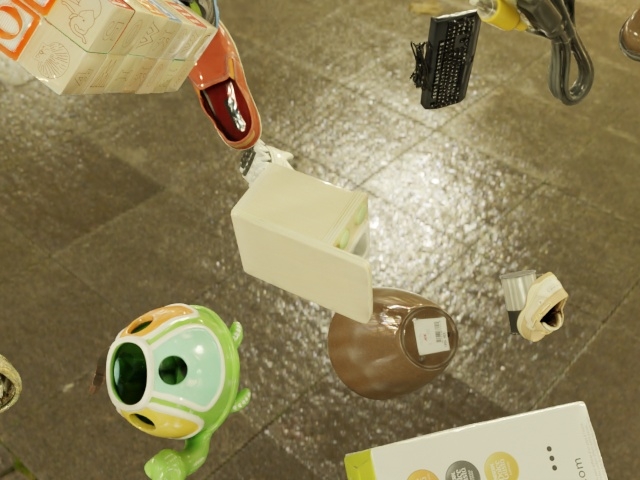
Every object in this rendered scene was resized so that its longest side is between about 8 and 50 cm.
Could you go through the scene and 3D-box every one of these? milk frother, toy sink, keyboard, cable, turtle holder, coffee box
[{"bbox_3d":[0.462,0.138,1.825,0.129,0.135,0.143,-12,2,-30],"label":"milk frother"},{"bbox_3d":[0.000,0.000,1.232,0.234,0.153,0.131,22,57,21],"label":"toy sink"},{"bbox_3d":[0.178,-0.244,1.138,0.100,0.192,0.038,-12,60,-4],"label":"keyboard"},{"bbox_3d":[0.301,-0.294,1.044,0.072,0.287,0.139,40,96,39],"label":"cable"},{"bbox_3d":[-0.297,0.282,1.520,0.243,0.321,0.227,21,5,31],"label":"turtle holder"},{"bbox_3d":[0.242,0.465,1.239,0.334,0.338,0.338,-10,75,-8],"label":"coffee box"}]

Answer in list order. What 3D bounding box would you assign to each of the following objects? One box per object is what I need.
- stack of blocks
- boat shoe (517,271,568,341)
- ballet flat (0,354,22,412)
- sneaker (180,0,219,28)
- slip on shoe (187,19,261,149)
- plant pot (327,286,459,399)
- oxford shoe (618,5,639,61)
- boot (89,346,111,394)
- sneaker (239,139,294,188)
[{"bbox_3d":[-0.225,-0.224,0.747,0.171,0.087,0.297,37,13,-1],"label":"stack of blocks"},{"bbox_3d":[0.365,0.123,1.288,0.063,0.170,0.059,-29,55,-14],"label":"boat shoe"},{"bbox_3d":[-0.629,0.249,1.220,0.348,0.123,0.123,-6,36,-47],"label":"ballet flat"},{"bbox_3d":[-0.237,-0.472,1.476,0.067,0.188,0.078,1,19,28],"label":"sneaker"},{"bbox_3d":[-0.214,-0.334,1.580,0.123,0.331,0.101,-24,12,4],"label":"slip on shoe"},{"bbox_3d":[0.148,0.176,1.404,0.215,0.230,0.216,3,79,-16],"label":"plant pot"},{"bbox_3d":[0.380,-0.249,0.732,0.227,0.096,0.083,-31,63,24],"label":"oxford shoe"},{"bbox_3d":[-0.529,0.316,1.912,0.037,0.114,0.106,25,65,-8],"label":"boot"},{"bbox_3d":[-0.094,-0.103,1.683,0.118,0.110,0.292,13,45,-25],"label":"sneaker"}]
